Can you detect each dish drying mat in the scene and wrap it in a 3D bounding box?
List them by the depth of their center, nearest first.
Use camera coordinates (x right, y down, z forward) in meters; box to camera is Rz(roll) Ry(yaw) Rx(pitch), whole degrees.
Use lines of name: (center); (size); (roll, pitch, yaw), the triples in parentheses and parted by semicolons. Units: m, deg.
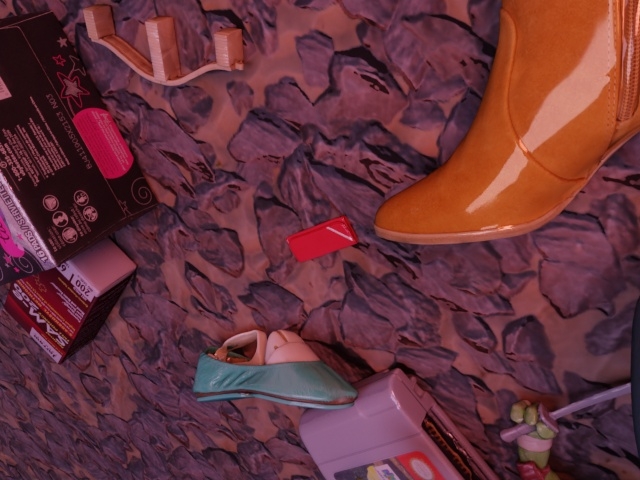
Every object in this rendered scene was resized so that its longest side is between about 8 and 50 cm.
dish drying mat: (0.000, 0.000, 0.621); (0.083, 0.008, 0.032); (-20, 106, 40)

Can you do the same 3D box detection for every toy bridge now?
toy bridge: (-0.153, -0.186, 0.597); (0.188, 0.026, 0.063); (19, 129, 24)

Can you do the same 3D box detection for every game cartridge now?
game cartridge: (0.112, 0.291, 0.700); (0.294, 0.060, 0.196); (50, 137, -3)

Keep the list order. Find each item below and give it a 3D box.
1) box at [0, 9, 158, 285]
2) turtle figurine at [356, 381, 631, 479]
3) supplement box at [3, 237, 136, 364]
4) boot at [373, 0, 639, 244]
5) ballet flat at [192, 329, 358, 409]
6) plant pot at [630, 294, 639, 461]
box: (-0.334, -0.099, 0.681); (0.142, 0.163, 0.247); (-15, 108, 38)
turtle figurine: (0.174, 0.233, 0.506); (0.275, 0.266, 0.198); (110, 153, -70)
supplement box: (-0.365, 0.068, 0.870); (0.130, 0.073, 0.239); (45, 134, 2)
boot: (0.140, -0.119, 0.401); (0.295, 0.104, 0.211); (-12, 105, 33)
ballet flat: (-0.064, 0.147, 0.707); (0.247, 0.083, 0.087); (-10, 76, 40)
plant pot: (0.291, 0.080, 0.324); (0.195, 0.290, 0.290); (-115, 31, -43)
